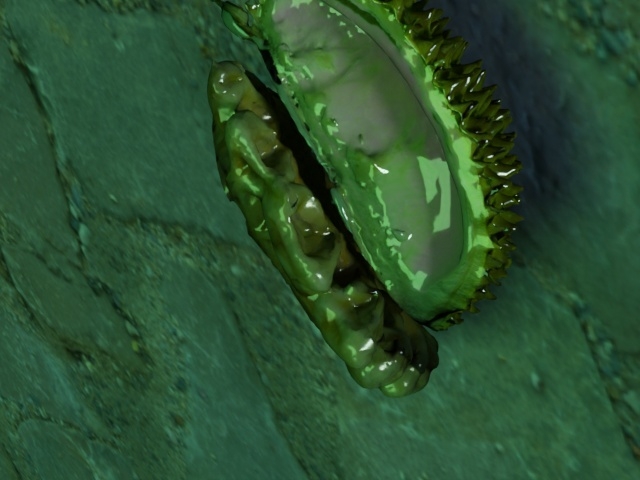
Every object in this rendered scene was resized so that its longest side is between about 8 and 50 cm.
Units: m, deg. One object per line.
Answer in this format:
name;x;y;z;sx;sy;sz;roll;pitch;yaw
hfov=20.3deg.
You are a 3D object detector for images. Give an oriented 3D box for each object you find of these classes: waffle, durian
waffle;-0.002;0.002;1.022;0.204;0.054;0.223;58;-175;7
durian;0.045;-0.072;0.934;0.221;0.095;0.137;54;135;0
